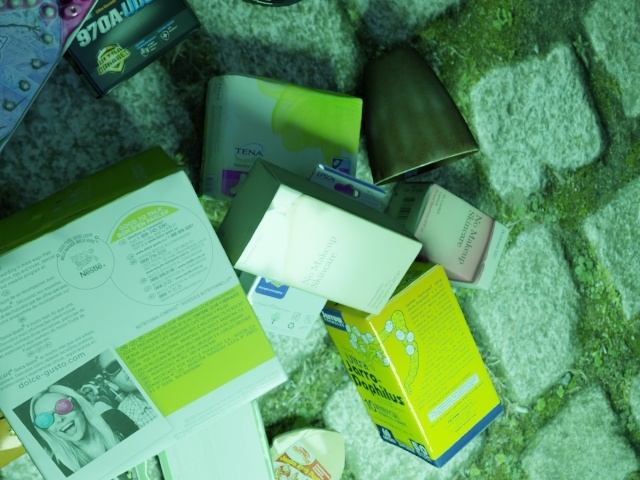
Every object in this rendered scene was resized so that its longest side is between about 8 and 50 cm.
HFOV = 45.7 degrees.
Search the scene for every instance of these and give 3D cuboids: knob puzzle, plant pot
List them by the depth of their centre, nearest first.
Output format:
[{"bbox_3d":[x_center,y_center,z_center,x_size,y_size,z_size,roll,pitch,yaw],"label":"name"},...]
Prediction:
[{"bbox_3d":[-0.036,0.438,1.481,0.213,0.030,0.213,-6,109,-19],"label":"knob puzzle"},{"bbox_3d":[0.172,-0.249,1.482,0.215,0.215,0.231,-17,88,-28],"label":"plant pot"}]

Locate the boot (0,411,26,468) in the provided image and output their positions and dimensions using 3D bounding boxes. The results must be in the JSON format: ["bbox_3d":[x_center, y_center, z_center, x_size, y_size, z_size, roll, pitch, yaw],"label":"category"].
[{"bbox_3d":[-0.539,0.359,1.152,0.211,0.104,0.295,-15,97,-28],"label":"boot"}]

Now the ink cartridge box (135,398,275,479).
[{"bbox_3d":[-0.212,0.387,1.377,0.235,0.056,0.171,-13,101,-4],"label":"ink cartridge box"}]

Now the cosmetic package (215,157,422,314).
[{"bbox_3d":[0.000,0.000,1.271,0.309,0.113,0.160,20,108,-35],"label":"cosmetic package"}]

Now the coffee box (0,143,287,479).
[{"bbox_3d":[-0.294,0.089,1.100,0.338,0.337,0.334,-28,108,-9],"label":"coffee box"}]

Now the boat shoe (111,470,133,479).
[{"bbox_3d":[-0.347,0.417,1.286,0.068,0.081,0.228,-37,118,-26],"label":"boat shoe"}]

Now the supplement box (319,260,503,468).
[{"bbox_3d":[0.177,0.233,1.510,0.195,0.194,0.357,-34,109,-24],"label":"supplement box"}]

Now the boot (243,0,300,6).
[{"bbox_3d":[-0.110,-0.490,1.247,0.347,0.260,0.131,4,92,-30],"label":"boot"}]

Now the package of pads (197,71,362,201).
[{"bbox_3d":[-0.068,-0.176,1.389,0.296,0.101,0.229,3,93,-31],"label":"package of pads"}]

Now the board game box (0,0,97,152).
[{"bbox_3d":[-0.577,-0.319,1.075,0.390,0.050,0.390,33,82,-23],"label":"board game box"}]

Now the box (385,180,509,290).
[{"bbox_3d":[0.254,-0.009,1.575,0.232,0.126,0.149,26,80,-29],"label":"box"}]

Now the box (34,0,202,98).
[{"bbox_3d":[-0.331,-0.366,1.249,0.220,0.051,0.175,-41,112,-21],"label":"box"}]

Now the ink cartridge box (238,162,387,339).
[{"bbox_3d":[-0.028,0.017,1.375,0.165,0.065,0.333,20,108,-33],"label":"ink cartridge box"}]
